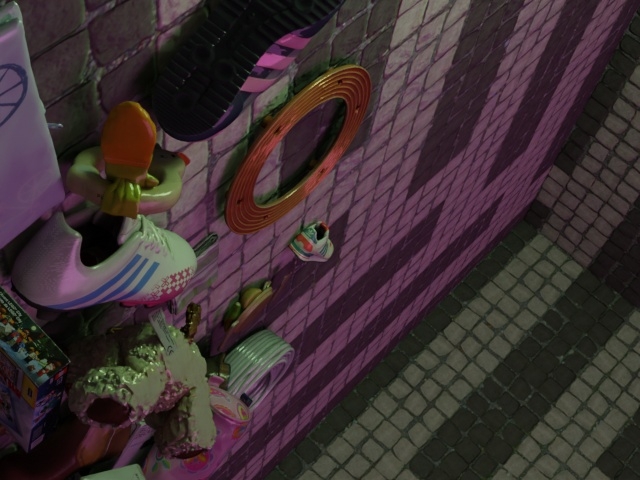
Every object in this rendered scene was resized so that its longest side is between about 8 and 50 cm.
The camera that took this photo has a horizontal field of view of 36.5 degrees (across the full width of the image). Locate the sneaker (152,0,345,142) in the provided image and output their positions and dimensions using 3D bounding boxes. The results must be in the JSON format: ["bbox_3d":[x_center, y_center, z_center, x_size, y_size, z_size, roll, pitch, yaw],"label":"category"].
[{"bbox_3d":[-0.076,-0.244,1.155,0.319,0.112,0.131,-44,180,-6],"label":"sneaker"}]

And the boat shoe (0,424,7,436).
[{"bbox_3d":[-0.453,0.248,1.308,0.060,0.064,0.178,-57,165,19],"label":"boat shoe"}]

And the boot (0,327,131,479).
[{"bbox_3d":[-0.368,0.268,1.535,0.264,0.096,0.280,8,116,-53],"label":"boot"}]

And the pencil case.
[{"bbox_3d":[-0.245,0.384,1.763,0.284,0.124,0.124,-54,163,11],"label":"pencil case"}]

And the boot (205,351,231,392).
[{"bbox_3d":[-0.240,0.249,1.888,0.219,0.106,0.082,173,-69,-76],"label":"boot"}]

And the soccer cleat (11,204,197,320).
[{"bbox_3d":[-0.242,0.013,1.234,0.143,0.116,0.331,-55,163,21],"label":"soccer cleat"}]

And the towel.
[{"bbox_3d":[-0.206,0.059,1.604,0.113,0.023,0.152,-41,162,-24],"label":"towel"}]

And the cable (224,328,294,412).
[{"bbox_3d":[-0.169,0.312,2.164,0.257,0.089,0.257,-53,164,10],"label":"cable"}]

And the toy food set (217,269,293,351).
[{"bbox_3d":[-0.142,0.130,1.924,0.192,0.038,0.132,-42,171,-40],"label":"toy food set"}]

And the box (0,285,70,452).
[{"bbox_3d":[-0.354,0.132,1.075,0.044,0.159,0.233,-39,170,-32],"label":"box"}]

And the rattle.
[{"bbox_3d":[-0.198,-0.118,1.108,0.200,0.130,0.142,-41,137,-56],"label":"rattle"}]

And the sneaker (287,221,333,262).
[{"bbox_3d":[0.000,0.000,1.948,0.075,0.057,0.161,-49,162,18],"label":"sneaker"}]

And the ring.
[{"bbox_3d":[-0.039,-0.147,1.563,0.336,0.032,0.336,-44,162,-18],"label":"ring"}]

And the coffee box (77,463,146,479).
[{"bbox_3d":[-0.381,0.526,1.615,0.119,0.168,0.297,-3,143,-45],"label":"coffee box"}]

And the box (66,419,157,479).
[{"bbox_3d":[-0.382,0.392,1.780,0.290,0.087,0.169,-54,163,16],"label":"box"}]

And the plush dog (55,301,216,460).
[{"bbox_3d":[-0.283,0.188,1.393,0.262,0.226,0.210,42,51,-51],"label":"plush dog"}]

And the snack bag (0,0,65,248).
[{"bbox_3d":[-0.381,-0.032,0.912,0.323,0.037,0.342,-43,166,-21],"label":"snack bag"}]
